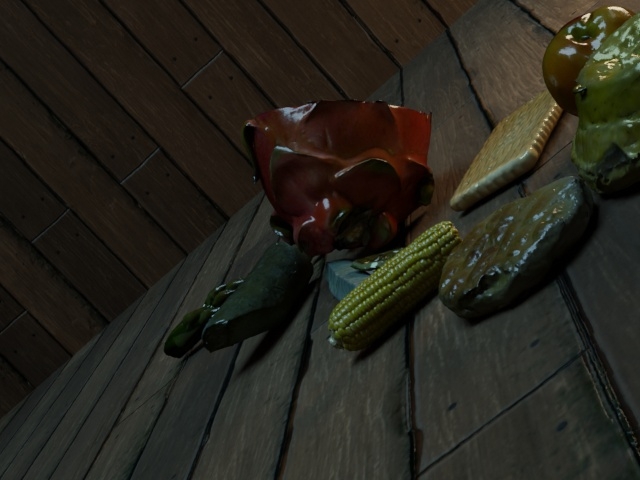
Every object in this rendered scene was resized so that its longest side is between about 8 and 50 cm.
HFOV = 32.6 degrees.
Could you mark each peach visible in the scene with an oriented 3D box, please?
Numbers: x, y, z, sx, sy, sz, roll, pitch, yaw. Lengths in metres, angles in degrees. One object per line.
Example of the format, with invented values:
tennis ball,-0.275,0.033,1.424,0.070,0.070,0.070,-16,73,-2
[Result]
peach,0.340,-0.213,1.330,0.138,0.138,0.138,-41,10,9

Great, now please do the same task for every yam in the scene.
yam,-0.097,0.099,1.788,0.106,0.106,0.259,-35,13,37

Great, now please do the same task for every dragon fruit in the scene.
dragon fruit,0.031,-0.089,1.698,0.306,0.225,0.305,-3,-3,0

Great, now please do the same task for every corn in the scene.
corn,0.091,0.058,1.322,0.206,0.067,0.067,-42,10,0

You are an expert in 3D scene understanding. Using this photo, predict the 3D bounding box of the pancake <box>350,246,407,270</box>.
pancake,0.093,0.026,1.481,0.108,0.017,0.108,-13,7,2

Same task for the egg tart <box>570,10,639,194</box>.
egg tart,0.359,-0.173,1.126,0.290,0.115,0.290,-43,10,9

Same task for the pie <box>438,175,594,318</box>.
pie,0.200,0.009,1.147,0.195,0.046,0.195,-42,11,10

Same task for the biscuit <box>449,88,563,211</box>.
biscuit,0.276,-0.137,1.537,0.160,0.030,0.249,-35,12,41

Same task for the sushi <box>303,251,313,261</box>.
sushi,0.000,0.000,2.002,0.099,0.047,0.050,-45,-8,-15

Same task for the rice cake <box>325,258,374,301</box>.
rice cake,0.058,0.063,1.512,0.081,0.051,0.290,-10,7,-8

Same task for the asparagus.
asparagus,-0.204,0.139,2.129,0.287,0.080,0.080,-35,12,35
